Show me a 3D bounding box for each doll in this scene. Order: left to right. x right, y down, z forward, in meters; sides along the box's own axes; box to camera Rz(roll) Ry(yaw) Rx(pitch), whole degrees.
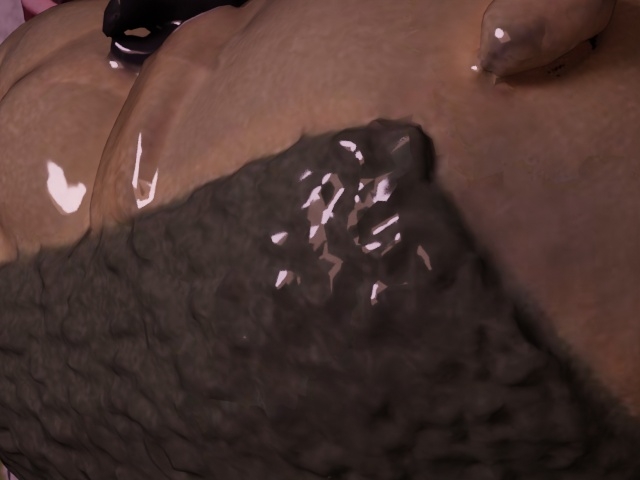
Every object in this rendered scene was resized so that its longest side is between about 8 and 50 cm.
[{"bbox_3d":[0.000,0.000,0.655,0.349,0.247,0.247,-22,74,43],"label":"doll"}]

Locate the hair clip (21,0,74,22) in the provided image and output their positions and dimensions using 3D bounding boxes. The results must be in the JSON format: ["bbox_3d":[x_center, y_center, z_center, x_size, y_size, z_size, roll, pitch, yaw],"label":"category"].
[{"bbox_3d":[-0.060,-0.109,0.810,0.123,0.102,0.138,23,65,29],"label":"hair clip"}]
